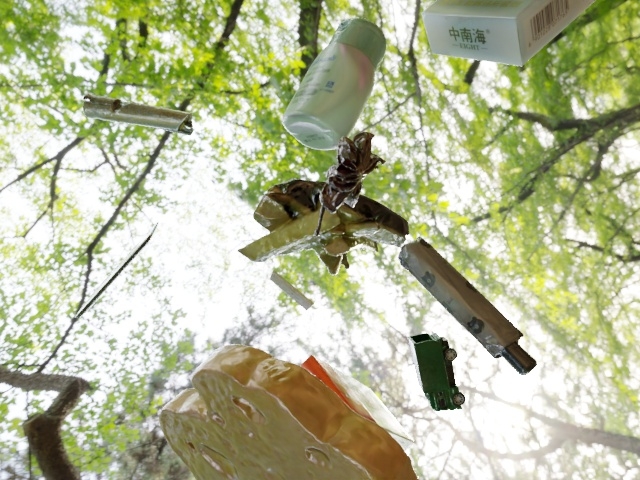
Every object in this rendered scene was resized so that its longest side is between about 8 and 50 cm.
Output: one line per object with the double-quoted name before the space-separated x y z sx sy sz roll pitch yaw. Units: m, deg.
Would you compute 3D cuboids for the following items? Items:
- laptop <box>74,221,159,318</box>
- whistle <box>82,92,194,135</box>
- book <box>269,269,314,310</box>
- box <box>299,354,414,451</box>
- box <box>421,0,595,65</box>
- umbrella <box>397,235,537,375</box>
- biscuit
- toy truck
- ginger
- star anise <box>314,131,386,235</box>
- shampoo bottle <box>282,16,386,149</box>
"laptop" -0.507 0.068 1.222 0.015 0.269 0.187 42 -178 -19
"whistle" -0.506 -0.351 1.342 0.327 0.067 0.057 12 -141 8
"book" -0.099 0.169 1.614 0.172 0.118 0.012 40 -110 1
"box" 0.067 0.280 0.811 0.139 0.035 0.245 45 180 42
"box" 0.273 -0.332 0.630 0.243 0.155 0.067 -42 -47 -13
"umbrella" 0.282 0.123 0.946 0.073 0.067 0.337 -32 -120 -17
"biscuit" -0.025 0.250 0.497 0.351 0.312 0.057 33 -139 18
"toy truck" 0.226 0.254 0.928 0.065 0.079 0.147 -107 3 -87
"ginger" 0.000 0.000 1.274 0.414 0.358 0.211 18 -103 -18
"star anise" 0.032 -0.082 0.754 0.070 0.190 0.097 31 -157 23
"shampoo bottle" 0.051 -0.410 1.229 0.151 0.222 0.349 37 -107 -34
